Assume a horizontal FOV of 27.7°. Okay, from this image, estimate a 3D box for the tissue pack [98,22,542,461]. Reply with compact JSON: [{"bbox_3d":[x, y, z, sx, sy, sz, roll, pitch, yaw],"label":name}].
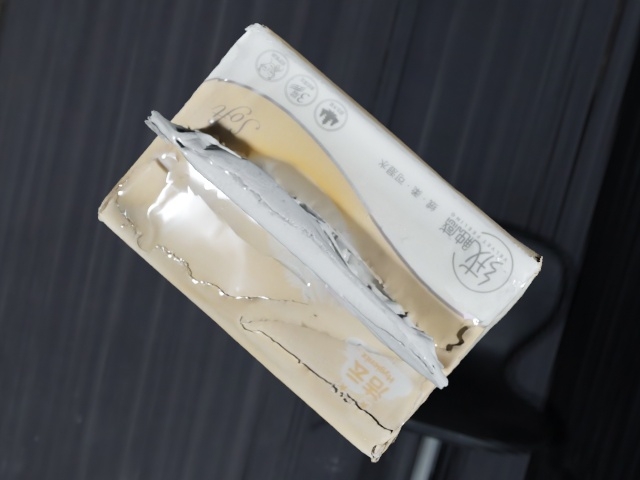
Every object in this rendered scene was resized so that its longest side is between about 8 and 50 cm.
[{"bbox_3d":[0.000,0.000,1.034,0.305,0.238,0.238,42,17,5],"label":"tissue pack"}]
